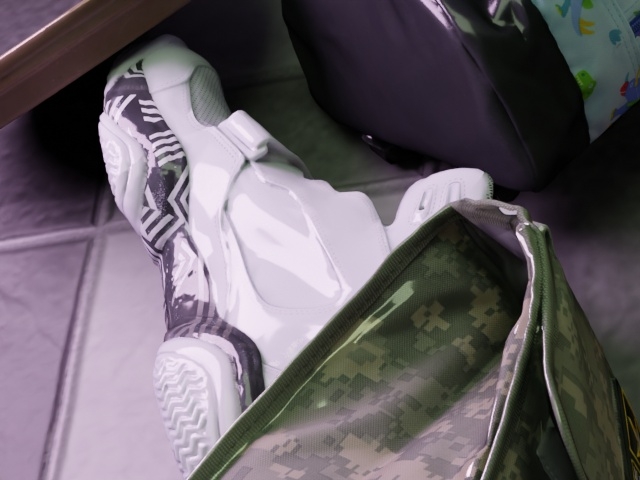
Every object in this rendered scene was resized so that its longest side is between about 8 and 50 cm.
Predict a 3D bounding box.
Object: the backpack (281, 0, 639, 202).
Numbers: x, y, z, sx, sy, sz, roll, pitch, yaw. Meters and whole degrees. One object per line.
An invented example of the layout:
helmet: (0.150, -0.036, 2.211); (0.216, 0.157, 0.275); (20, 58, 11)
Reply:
backpack: (0.165, -0.221, 1.112); (0.355, 0.273, 0.290); (-27, 25, -17)

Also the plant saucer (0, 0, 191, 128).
plant saucer: (-0.148, -0.144, 1.211); (0.278, 0.041, 0.278); (-33, 9, 6)

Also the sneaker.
sneaker: (0.000, 0.000, 1.059); (0.210, 0.137, 0.366); (-20, 51, 5)

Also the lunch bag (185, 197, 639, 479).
lunch bag: (0.066, 0.152, 0.827); (0.169, 0.235, 0.287); (13, 59, 38)
